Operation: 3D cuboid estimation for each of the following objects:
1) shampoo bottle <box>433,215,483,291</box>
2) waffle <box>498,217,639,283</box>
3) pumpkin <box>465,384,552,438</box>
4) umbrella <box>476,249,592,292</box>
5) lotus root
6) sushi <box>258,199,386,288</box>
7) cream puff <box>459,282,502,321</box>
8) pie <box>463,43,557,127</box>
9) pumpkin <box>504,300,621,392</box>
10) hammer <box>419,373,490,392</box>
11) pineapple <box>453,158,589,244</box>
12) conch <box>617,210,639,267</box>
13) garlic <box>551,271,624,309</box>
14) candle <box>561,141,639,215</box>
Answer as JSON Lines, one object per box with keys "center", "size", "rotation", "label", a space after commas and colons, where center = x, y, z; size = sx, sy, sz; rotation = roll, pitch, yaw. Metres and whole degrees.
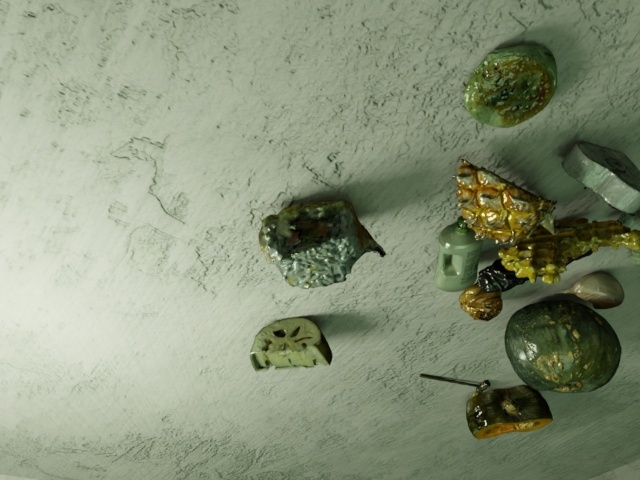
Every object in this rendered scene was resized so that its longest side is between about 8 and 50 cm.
{"center": [0.356, 0.027, 1.332], "size": [0.118, 0.087, 0.234], "rotation": [-12, 136, -4], "label": "shampoo bottle"}
{"center": [0.584, 0.007, 1.251], "size": [0.293, 0.260, 0.069], "rotation": [-20, 105, -7], "label": "waffle"}
{"center": [0.720, 0.654, 1.992], "size": [0.317, 0.139, 0.222], "rotation": [-5, 139, -1], "label": "pumpkin"}
{"center": [0.572, 0.059, 1.381], "size": [0.326, 0.094, 0.090], "rotation": [-20, 150, -8], "label": "umbrella"}
{"center": [-0.089, 0.309, 1.527], "size": [0.234, 0.138, 0.119], "rotation": [-10, 131, 3], "label": "lotus root"}
{"center": [0.000, 0.000, 1.185], "size": [0.274, 0.184, 0.139], "rotation": [-15, 137, 5], "label": "sushi"}
{"center": [0.471, 0.180, 1.500], "size": [0.133, 0.104, 0.119], "rotation": [32, 117, -35], "label": "cream puff"}
{"center": [0.378, -0.301, 1.032], "size": [0.186, 0.041, 0.187], "rotation": [-4, 137, -3], "label": "pie"}
{"center": [0.720, 0.318, 1.562], "size": [0.327, 0.257, 0.291], "rotation": [25, 140, -38], "label": "pumpkin"}
{"center": [0.489, 0.514, 1.899], "size": [0.292, 0.029, 0.058], "rotation": [15, 130, -19], "label": "hammer"}
{"center": [0.441, -0.050, 1.185], "size": [0.334, 0.158, 0.161], "rotation": [19, 101, -39], "label": "pineapple"}
{"center": [0.846, -0.022, 1.302], "size": [0.203, 0.170, 0.386], "rotation": [12, 137, 16], "label": "conch"}
{"center": [0.800, 0.151, 1.528], "size": [0.198, 0.090, 0.128], "rotation": [12, 145, -25], "label": "garlic"}
{"center": [0.645, -0.147, 1.162], "size": [0.168, 0.192, 0.068], "rotation": [-30, 156, -47], "label": "candle"}
